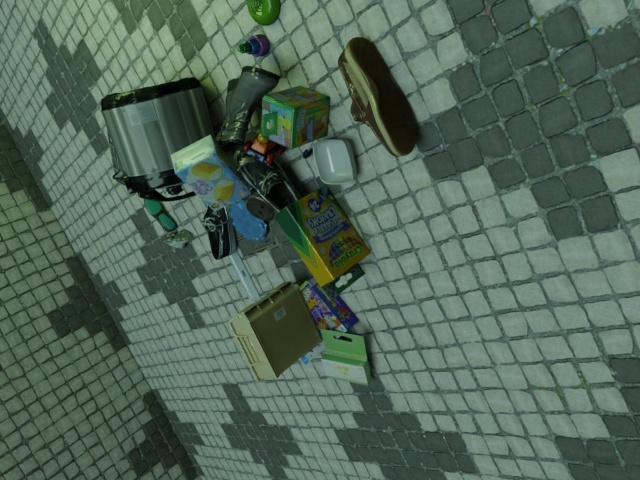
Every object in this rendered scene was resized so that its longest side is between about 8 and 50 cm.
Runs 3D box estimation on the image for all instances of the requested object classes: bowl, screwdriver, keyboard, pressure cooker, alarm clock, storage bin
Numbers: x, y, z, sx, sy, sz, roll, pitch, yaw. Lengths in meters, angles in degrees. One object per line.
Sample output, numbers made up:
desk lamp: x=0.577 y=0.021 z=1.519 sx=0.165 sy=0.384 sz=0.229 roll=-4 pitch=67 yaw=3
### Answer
bowl: x=0.051 y=-0.249 z=1.665 sx=0.142 sy=0.053 sz=0.142 roll=3 pitch=115 yaw=42
screwdriver: x=-0.039 y=-0.286 z=1.689 sx=0.170 sy=0.025 sz=0.024 roll=141 pitch=106 yaw=-83
keyboard: x=-0.331 y=0.142 z=2.291 sx=0.072 sy=0.014 sz=0.256 roll=-19 pitch=100 yaw=42
pressure cooker: x=-0.564 y=-0.350 z=1.950 sx=0.369 sy=0.375 sz=0.421 roll=1 pitch=114 yaw=40
alarm clock: x=-0.227 y=-0.139 z=1.946 sx=0.192 sy=0.064 sz=0.129 roll=32 pitch=144 yaw=0
storage bin: x=-0.160 y=0.320 z=1.927 sx=0.123 sy=0.262 sz=0.261 roll=-17 pitch=101 yaw=46

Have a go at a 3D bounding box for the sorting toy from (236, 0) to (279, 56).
sorting toy: x=-0.202 y=-0.717 z=1.575 sx=0.127 sy=0.126 sz=0.366 roll=32 pitch=131 yaw=26

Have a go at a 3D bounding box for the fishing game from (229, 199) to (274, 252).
fishing game: x=-0.277 y=-0.081 z=2.088 sx=0.189 sy=0.041 sz=0.264 roll=-26 pitch=102 yaw=48

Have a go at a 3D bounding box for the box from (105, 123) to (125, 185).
box: x=-0.727 y=-0.404 z=2.170 sx=0.076 sy=0.242 sz=0.308 roll=25 pitch=128 yaw=31

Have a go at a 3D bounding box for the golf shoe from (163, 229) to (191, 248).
golf shoe: x=-0.642 y=0.001 z=2.478 sx=0.176 sy=0.069 sz=0.086 roll=-2 pitch=139 yaw=42

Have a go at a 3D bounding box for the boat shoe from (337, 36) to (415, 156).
boat shoe: x=0.143 y=-0.374 z=1.465 sx=0.123 sy=0.123 sz=0.342 roll=-29 pitch=89 yaw=56

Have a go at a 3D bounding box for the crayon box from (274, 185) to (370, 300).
crayon box: x=0.024 y=0.004 z=1.729 sx=0.083 sy=0.203 sz=0.323 roll=-34 pitch=89 yaw=48

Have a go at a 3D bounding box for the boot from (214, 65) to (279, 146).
boot: x=-0.233 y=-0.405 z=1.686 sx=0.338 sy=0.118 sz=0.223 roll=-175 pitch=99 yaw=-68

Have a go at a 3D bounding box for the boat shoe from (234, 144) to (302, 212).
boat shoe: x=-0.156 y=-0.192 z=1.802 sx=0.335 sy=0.121 sz=0.119 roll=44 pitch=-177 yaw=-8

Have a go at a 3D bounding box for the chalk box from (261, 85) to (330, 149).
chalk box: x=-0.090 y=-0.366 z=1.609 sx=0.132 sy=0.213 sz=0.133 roll=28 pitch=130 yaw=29

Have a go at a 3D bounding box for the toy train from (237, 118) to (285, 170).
toy train: x=-0.183 y=-0.321 z=1.705 sx=0.105 sy=0.248 sz=0.144 roll=28 pitch=125 yaw=6

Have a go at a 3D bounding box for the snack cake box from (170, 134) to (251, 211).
snack cake box: x=-0.363 y=-0.219 z=1.804 sx=0.089 sy=0.152 sz=0.264 roll=68 pitch=-172 yaw=30

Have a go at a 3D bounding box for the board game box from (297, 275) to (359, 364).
board game box: x=-0.033 y=0.304 z=2.053 sx=0.233 sy=0.078 sz=0.347 roll=50 pitch=138 yaw=9

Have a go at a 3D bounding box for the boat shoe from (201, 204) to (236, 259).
boat shoe: x=-0.426 y=-0.070 z=2.179 sx=0.113 sy=0.105 sz=0.307 roll=16 pitch=120 yaw=35

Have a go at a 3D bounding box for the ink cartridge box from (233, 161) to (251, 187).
ink cartridge box: x=-0.257 y=-0.253 z=1.947 sx=0.209 sy=0.062 sz=0.109 roll=-21 pitch=99 yaw=48

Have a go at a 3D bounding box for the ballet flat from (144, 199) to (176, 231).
ballet flat: x=-0.748 y=-0.119 z=2.488 sx=0.203 sy=0.074 sz=0.074 roll=50 pitch=138 yaw=-1

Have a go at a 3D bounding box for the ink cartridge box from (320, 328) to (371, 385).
ink cartridge box: x=0.087 y=0.429 z=1.958 sx=0.171 sy=0.056 sz=0.235 roll=6 pitch=136 yaw=22
